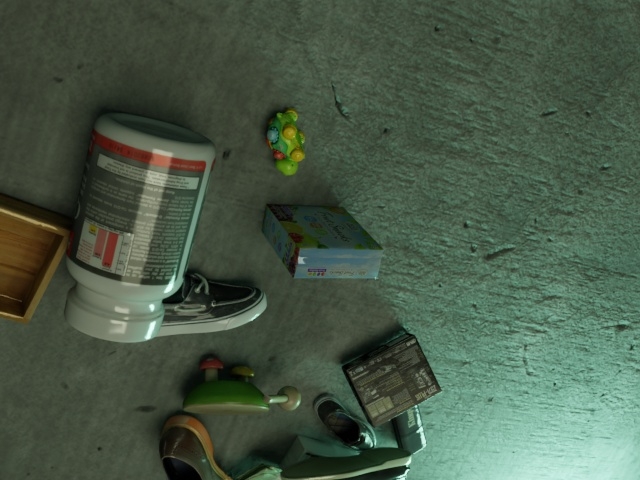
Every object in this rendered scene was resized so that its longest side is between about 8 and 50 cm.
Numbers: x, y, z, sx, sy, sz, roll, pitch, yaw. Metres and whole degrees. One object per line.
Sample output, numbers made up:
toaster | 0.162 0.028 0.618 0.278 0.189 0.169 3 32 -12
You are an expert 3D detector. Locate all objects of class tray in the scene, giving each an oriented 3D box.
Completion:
tray | -0.659 -0.012 1.371 0.411 0.076 0.202 22 106 -31

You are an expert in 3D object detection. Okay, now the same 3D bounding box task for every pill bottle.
pill bottle | -0.322 -0.021 1.401 0.210 0.210 0.362 10 105 -27

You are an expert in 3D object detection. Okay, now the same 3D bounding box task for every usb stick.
usb stick | 0.207 0.418 1.978 0.077 0.045 0.278 -21 122 -10

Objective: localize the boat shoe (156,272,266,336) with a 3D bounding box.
boat shoe | -0.254 0.114 1.593 0.301 0.108 0.102 -6 120 -12

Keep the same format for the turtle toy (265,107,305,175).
turtle toy | -0.065 -0.182 1.523 0.066 0.095 0.130 -12 122 9

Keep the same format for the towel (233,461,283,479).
towel | -0.110 0.656 1.941 0.248 0.038 0.325 -36 126 20

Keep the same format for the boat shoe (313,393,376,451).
boat shoe | 0.069 0.450 1.919 0.080 0.076 0.228 -37 124 0

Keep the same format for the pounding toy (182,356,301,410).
pounding toy | -0.175 0.305 1.712 0.237 0.110 0.183 -8 161 21

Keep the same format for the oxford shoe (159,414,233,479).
oxford shoe | -0.264 0.562 1.770 0.130 0.132 0.363 -19 113 15

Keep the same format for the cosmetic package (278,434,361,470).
cosmetic package | 0.026 0.555 1.966 0.239 0.060 0.099 23 107 -30

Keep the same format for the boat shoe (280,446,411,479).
boat shoe | 0.063 0.562 1.874 0.340 0.127 0.113 -2 95 -35

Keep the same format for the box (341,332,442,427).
box | 0.162 0.317 1.848 0.180 0.077 0.147 -27 91 -8

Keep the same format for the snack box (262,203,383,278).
snack box | 0.000 0.000 1.569 0.175 0.207 0.070 2 116 -22
